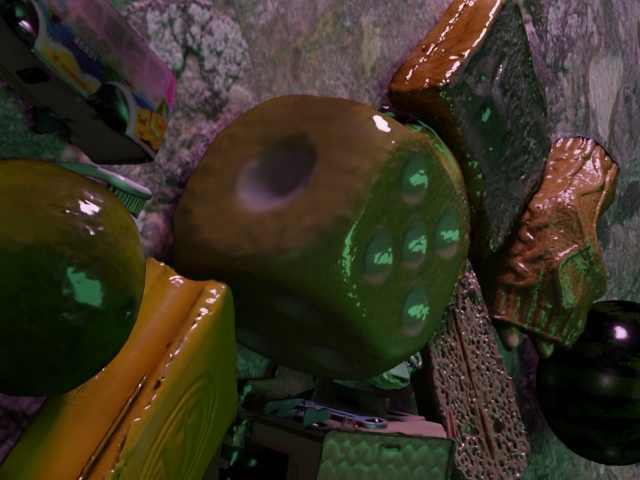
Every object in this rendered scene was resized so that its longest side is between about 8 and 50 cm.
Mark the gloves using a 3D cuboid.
[{"bbox_3d":[0.323,0.005,1.893,0.155,0.203,0.357,35,61,-32],"label":"gloves"}]

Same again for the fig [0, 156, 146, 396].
[{"bbox_3d":[-0.288,0.011,1.072,0.275,0.206,0.206,27,74,-31],"label":"fig"}]

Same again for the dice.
[{"bbox_3d":[0.000,0.000,1.388,0.233,0.238,0.227,54,54,-44],"label":"dice"}]

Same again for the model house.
[{"bbox_3d":[0.040,0.247,1.493,0.326,0.244,0.169,7,97,-54],"label":"model house"}]

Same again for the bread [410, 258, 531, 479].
[{"bbox_3d":[0.173,0.185,1.704,0.101,0.183,0.337,-8,70,-14],"label":"bread"}]

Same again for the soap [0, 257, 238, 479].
[{"bbox_3d":[-0.178,0.189,1.207,0.324,0.096,0.204,-62,157,-49],"label":"soap"}]

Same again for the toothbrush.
[{"bbox_3d":[-0.282,-0.076,1.164,0.375,0.028,0.037,20,100,-54],"label":"toothbrush"}]

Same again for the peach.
[{"bbox_3d":[0.103,-0.037,1.628,0.189,0.068,0.279,-27,107,-27],"label":"peach"}]

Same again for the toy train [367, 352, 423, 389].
[{"bbox_3d":[0.060,0.112,1.579,0.099,0.081,0.149,20,53,-55],"label":"toy train"}]

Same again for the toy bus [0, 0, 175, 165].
[{"bbox_3d":[-0.240,-0.178,1.151,0.274,0.090,0.112,48,52,-47],"label":"toy bus"}]

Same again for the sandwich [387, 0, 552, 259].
[{"bbox_3d":[0.220,-0.164,1.777,0.271,0.099,0.301,-52,134,-35],"label":"sandwich"}]

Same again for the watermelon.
[{"bbox_3d":[0.470,0.225,2.075,0.269,0.269,0.269,-15,109,-52],"label":"watermelon"}]
